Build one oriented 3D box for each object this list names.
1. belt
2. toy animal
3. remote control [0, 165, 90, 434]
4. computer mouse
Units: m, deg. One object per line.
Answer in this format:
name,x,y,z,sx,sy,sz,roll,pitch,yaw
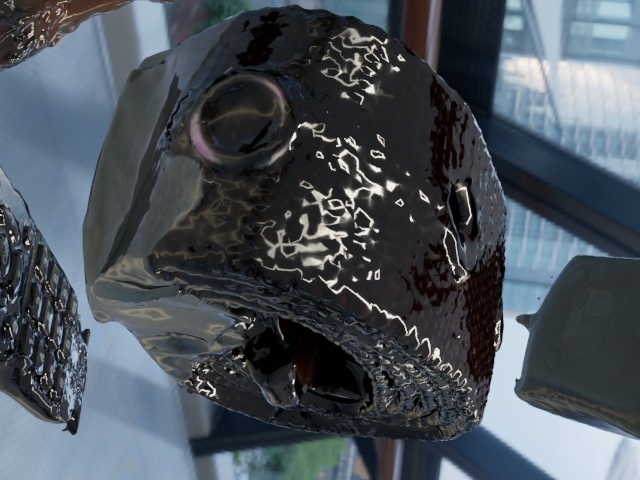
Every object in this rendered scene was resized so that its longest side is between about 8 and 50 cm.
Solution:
belt,0.000,0.000,0.484,0.289,0.184,0.164,61,38,-64
toy animal,-0.207,-0.225,0.880,0.157,0.312,0.097,39,-31,57
remote control,-0.253,0.021,0.729,0.399,0.062,0.144,82,6,-58
computer mouse,0.336,0.111,0.924,0.371,0.122,0.188,8,-111,56
